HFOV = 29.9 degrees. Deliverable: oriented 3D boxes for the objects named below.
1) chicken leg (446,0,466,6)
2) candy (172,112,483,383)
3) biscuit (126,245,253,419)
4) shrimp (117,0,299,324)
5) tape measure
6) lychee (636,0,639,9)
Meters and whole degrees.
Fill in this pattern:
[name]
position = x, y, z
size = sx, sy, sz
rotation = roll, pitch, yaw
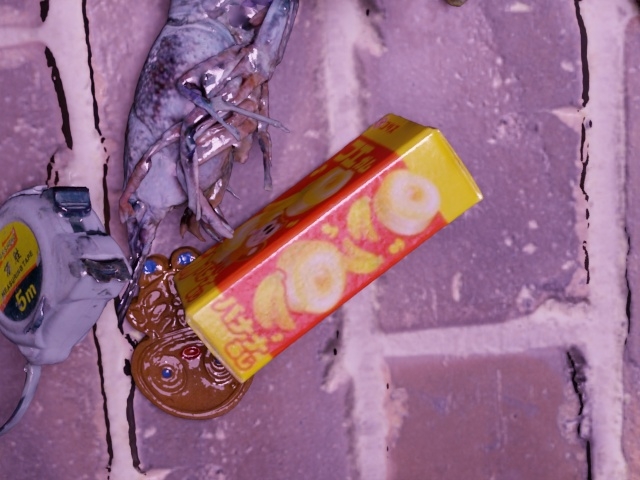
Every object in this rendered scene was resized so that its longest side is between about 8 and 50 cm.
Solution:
[chicken leg]
position = 0.223, -0.363, 1.024
size = 0.140, 0.211, 0.361
rotation = 42, 94, 17
[candy]
position = 0.000, 0.000, 1.101
size = 0.276, 0.146, 0.088
rotation = -38, 105, -4
[biscuit]
position = -0.131, 0.095, 1.180
size = 0.124, 0.026, 0.175
rotation = -16, 102, -2
[shrimp]
position = -0.104, -0.095, 1.072
size = 0.137, 0.172, 0.372
rotation = 9, 93, -12
[tape measure]
position = -0.291, 0.083, 1.142
size = 0.084, 0.164, 0.330
rotation = 6, 139, -41
[lychee]
position = 0.375, -0.250, 1.082
size = 0.188, 0.188, 0.188
rotation = -1, 101, -5
